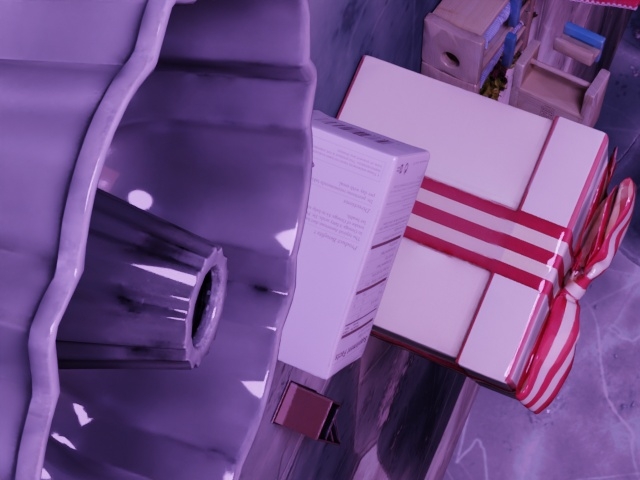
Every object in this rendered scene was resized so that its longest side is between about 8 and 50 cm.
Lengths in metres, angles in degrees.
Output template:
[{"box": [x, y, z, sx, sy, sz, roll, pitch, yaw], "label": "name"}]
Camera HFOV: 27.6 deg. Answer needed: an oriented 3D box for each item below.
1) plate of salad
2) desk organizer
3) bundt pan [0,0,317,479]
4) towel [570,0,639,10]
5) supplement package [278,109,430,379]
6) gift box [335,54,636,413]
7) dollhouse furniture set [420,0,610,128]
[{"box": [0.218, -0.219, 1.586, 0.200, 0.048, 0.200, -58, 161, -33], "label": "plate of salad"}, {"box": [-0.005, 0.180, 1.343, 0.047, 0.050, 0.130, -67, 165, -6], "label": "desk organizer"}, {"box": [-0.106, 0.018, 0.578, 0.331, 0.124, 0.331, 11, 90, -78], "label": "bundt pan"}, {"box": [0.263, -0.328, 1.311, 0.275, 0.198, 0.031, -57, 150, -39], "label": "towel"}, {"box": [0.000, 0.000, 1.012, 0.179, 0.105, 0.105, -71, 165, 12], "label": "supplement package"}, {"box": [0.138, -0.005, 1.195, 0.255, 0.258, 0.276, -68, 164, -1], "label": "gift box"}, {"box": [0.212, -0.184, 1.322, 0.129, 0.183, 0.129, -53, 160, -27], "label": "dollhouse furniture set"}]
